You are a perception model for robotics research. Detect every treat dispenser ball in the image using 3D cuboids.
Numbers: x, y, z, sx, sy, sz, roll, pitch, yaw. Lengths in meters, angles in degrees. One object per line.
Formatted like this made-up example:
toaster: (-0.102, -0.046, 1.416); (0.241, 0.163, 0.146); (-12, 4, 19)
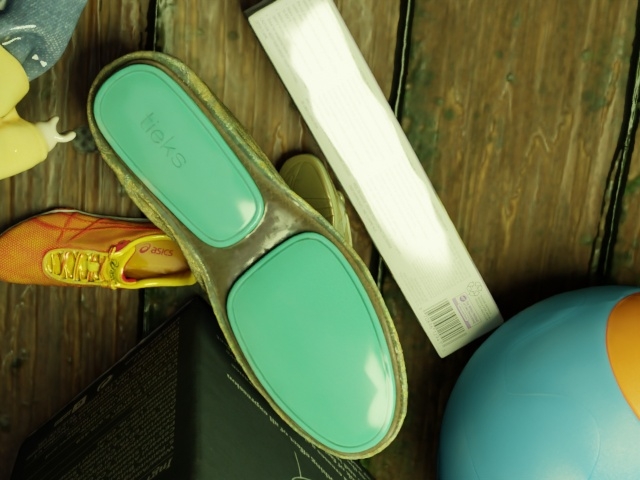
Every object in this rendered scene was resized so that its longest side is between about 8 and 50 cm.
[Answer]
treat dispenser ball: (0.235, 0.179, 0.864); (0.288, 0.288, 0.288); (-2, 107, -6)

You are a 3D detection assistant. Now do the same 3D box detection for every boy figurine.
boy figurine: (-0.262, -0.108, 0.786); (0.177, 0.092, 0.285); (36, 84, -16)

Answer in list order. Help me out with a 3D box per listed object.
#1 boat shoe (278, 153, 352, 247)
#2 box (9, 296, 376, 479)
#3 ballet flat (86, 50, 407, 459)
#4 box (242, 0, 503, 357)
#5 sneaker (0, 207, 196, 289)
boat shoe: (0.002, 0.000, 0.915); (0.056, 0.048, 0.153); (-10, 103, 26)
box: (-0.069, 0.267, 0.799); (0.212, 0.395, 0.293); (-40, 106, 6)
ballet flat: (-0.048, 0.006, 0.847); (0.123, 0.123, 0.348); (-36, 92, 5)
box: (0.046, -0.056, 0.889); (0.067, 0.063, 0.324); (-31, 108, 2)
sneaker: (-0.179, 0.010, 0.882); (0.175, 0.067, 0.064); (-4, 109, -4)
